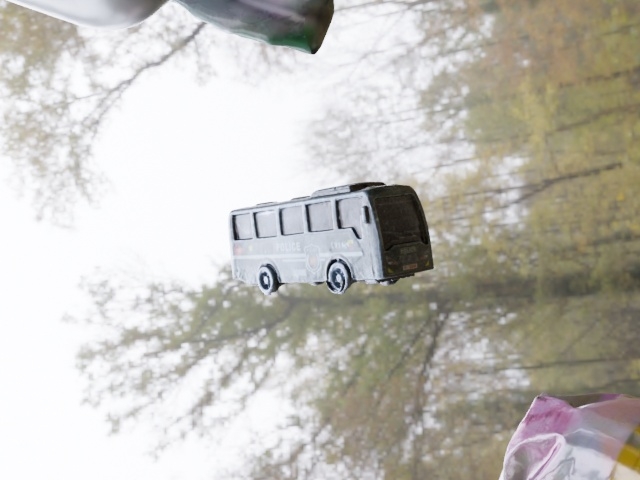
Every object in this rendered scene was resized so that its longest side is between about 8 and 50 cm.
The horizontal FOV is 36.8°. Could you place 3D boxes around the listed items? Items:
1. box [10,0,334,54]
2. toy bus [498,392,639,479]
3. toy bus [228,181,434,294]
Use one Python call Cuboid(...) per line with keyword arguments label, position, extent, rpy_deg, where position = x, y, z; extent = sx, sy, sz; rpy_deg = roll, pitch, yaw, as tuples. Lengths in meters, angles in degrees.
Cuboid(label="box", position=(-0.122, -0.202, 0.349), extent=(0.336, 0.264, 0.106), rpy_deg=(95, -163, -59))
Cuboid(label="toy bus", position=(0.181, 0.288, 0.690), extent=(0.171, 0.162, 0.386), rpy_deg=(11, -81, -45))
Cuboid(label="toy bus", position=(0.000, 0.000, 0.613), extent=(0.047, 0.166, 0.065), rpy_deg=(-8, -88, -37))
